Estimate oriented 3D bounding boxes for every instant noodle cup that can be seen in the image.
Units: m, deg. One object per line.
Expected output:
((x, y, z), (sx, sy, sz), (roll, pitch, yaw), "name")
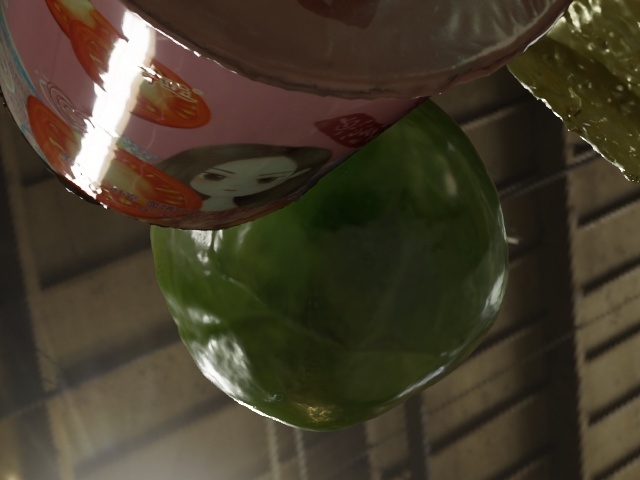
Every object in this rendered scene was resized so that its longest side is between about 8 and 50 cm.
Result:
((-0.035, -0.132, 0.621), (0.243, 0.231, 0.243), (6, -109, -18), "instant noodle cup")

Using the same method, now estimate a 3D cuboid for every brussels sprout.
((0.000, 0.000, 0.904), (0.244, 0.244, 0.244), (-13, -71, -41), "brussels sprout")

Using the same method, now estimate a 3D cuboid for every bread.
((0.198, -0.109, 0.716), (0.138, 0.196, 0.102), (41, -114, -1), "bread")
